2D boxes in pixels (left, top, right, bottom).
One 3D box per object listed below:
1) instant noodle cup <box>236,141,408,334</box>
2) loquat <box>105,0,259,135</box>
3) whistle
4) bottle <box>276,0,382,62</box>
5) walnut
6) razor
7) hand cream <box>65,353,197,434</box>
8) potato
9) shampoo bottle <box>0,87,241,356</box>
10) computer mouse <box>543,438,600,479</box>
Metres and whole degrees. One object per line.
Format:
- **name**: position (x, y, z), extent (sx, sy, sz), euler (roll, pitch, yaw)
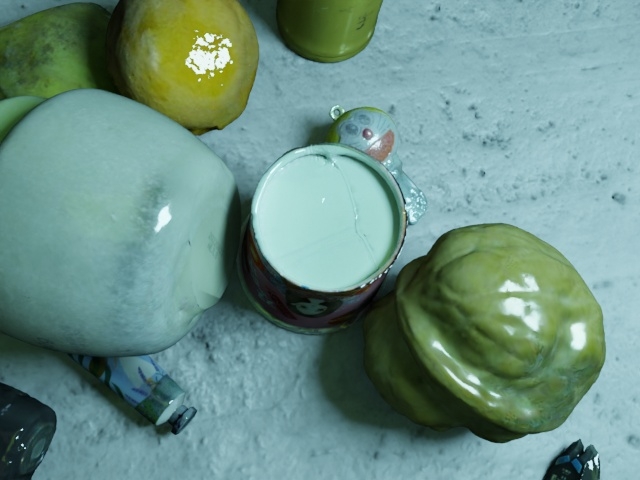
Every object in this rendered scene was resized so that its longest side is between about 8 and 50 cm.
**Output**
- **instant noodle cup**: position (0.000, 0.000, 0.851), extent (0.243, 0.231, 0.243), euler (1, 77, -5)
- **loquat**: position (-0.202, -0.272, 0.917), extent (0.238, 0.193, 0.238), euler (-3, 99, -20)
- **whistle**: position (0.089, -0.118, 0.957), extent (0.123, 0.123, 0.223), euler (-41, 98, -14)
- **bottle**: position (0.028, -0.421, 0.898), extent (0.171, 0.351, 0.171), euler (2, 75, -6)
- **walnut**: position (0.211, 0.125, 0.819), extent (0.277, 0.282, 0.253), euler (24, 62, -20)
- **razor**: position (-0.519, 0.242, 0.794), extent (0.327, 0.107, 0.189), euler (23, 75, 1)
- **hand cream**: position (-0.288, 0.168, 0.870), extent (0.271, 0.058, 0.091), euler (38, 69, 9)
- **potato**: position (-0.403, -0.273, 0.941), extent (0.269, 0.112, 0.255), euler (34, 74, 1)
- **shampoo bottle**: position (-0.272, -0.017, 0.772), extent (0.317, 0.322, 0.322), euler (21, 74, 11)
- **computer mouse**: position (0.358, 0.350, 0.882), extent (0.047, 0.079, 0.135), euler (32, 77, -13)
